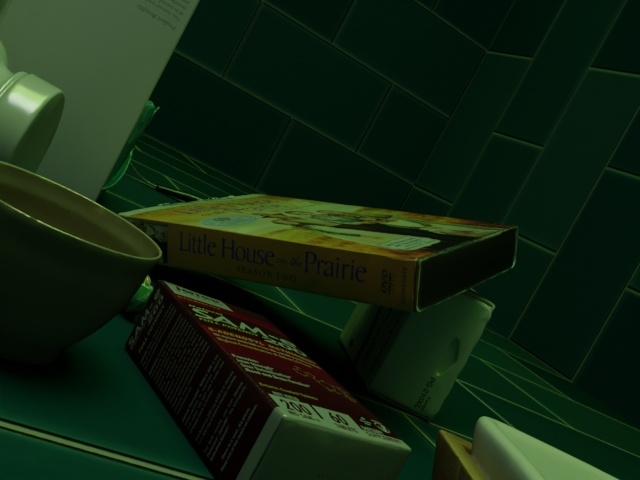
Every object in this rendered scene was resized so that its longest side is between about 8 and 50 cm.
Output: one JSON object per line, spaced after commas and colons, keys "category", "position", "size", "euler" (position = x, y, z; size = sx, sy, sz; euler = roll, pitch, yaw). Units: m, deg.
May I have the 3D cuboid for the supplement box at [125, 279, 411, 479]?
{"category": "supplement box", "position": [-0.052, 0.123, 0.668], "size": [0.130, 0.073, 0.239], "euler": [24, 5, -37]}

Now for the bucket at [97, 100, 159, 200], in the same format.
{"category": "bucket", "position": [-0.417, -0.196, 1.315], "size": [0.281, 0.183, 0.281], "euler": [28, 5, -3]}

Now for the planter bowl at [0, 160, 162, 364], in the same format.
{"category": "planter bowl", "position": [-0.213, 0.021, 0.603], "size": [0.162, 0.109, 0.162], "euler": [28, 4, -2]}

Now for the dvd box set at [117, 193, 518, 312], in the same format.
{"category": "dvd box set", "position": [0.000, 0.000, 1.053], "size": [0.420, 0.062, 0.307], "euler": [9, 12, 32]}

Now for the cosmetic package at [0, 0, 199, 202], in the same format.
{"category": "cosmetic package", "position": [-0.334, -0.245, 1.094], "size": [0.217, 0.385, 0.156], "euler": [28, 5, -32]}

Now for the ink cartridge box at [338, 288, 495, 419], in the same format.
{"category": "ink cartridge box", "position": [0.123, 0.116, 1.144], "size": [0.100, 0.172, 0.237], "euler": [27, 5, -12]}

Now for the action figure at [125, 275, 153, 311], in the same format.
{"category": "action figure", "position": [-0.232, 0.015, 0.890], "size": [0.137, 0.063, 0.232], "euler": [28, 7, -42]}

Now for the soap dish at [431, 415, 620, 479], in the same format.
{"category": "soap dish", "position": [0.195, 0.243, 0.527], "size": [0.229, 0.118, 0.291], "euler": [28, 4, -9]}

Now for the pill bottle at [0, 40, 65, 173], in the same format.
{"category": "pill bottle", "position": [-0.438, -0.165, 0.816], "size": [0.334, 0.188, 0.188], "euler": [27, 5, -8]}

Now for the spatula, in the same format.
{"category": "spatula", "position": [-0.377, -0.136, 1.818], "size": [0.296, 0.030, 0.084], "euler": [27, 3, -19]}
